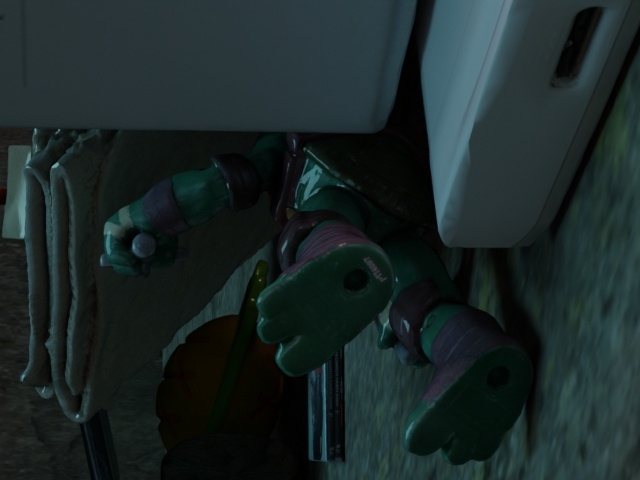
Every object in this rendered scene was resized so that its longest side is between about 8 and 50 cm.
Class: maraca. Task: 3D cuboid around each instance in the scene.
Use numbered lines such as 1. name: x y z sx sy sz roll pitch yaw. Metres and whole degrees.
1. maraca: -0.074 0.106 1.436 0.127 0.099 0.186 -100 28 -73

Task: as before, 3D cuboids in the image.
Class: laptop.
1. laptop: -0.092 -0.008 1.378 0.382 0.236 0.408 -149 48 -81

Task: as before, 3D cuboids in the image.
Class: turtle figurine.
1. turtle figurine: 0.000 0.000 0.754 0.234 0.175 0.118 -128 56 -64

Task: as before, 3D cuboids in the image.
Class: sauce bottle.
1. sauce bottle: -0.075 0.317 1.364 0.111 0.111 0.344 -110 24 -68

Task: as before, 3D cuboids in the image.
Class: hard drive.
1. hard drive: 0.063 -0.208 0.641 0.233 0.047 0.353 103 165 -57

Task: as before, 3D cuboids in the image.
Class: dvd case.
1. dvd case: 0.002 0.085 1.176 0.087 0.013 0.120 147 124 -80

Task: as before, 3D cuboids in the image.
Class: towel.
1. towel: -0.048 -0.053 0.881 0.282 0.049 0.187 -44 -25 -39

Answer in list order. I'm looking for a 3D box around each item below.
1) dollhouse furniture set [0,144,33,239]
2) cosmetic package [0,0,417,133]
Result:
1. dollhouse furniture set: -0.188 -0.066 1.803 0.259 0.262 0.135 4 92 48
2. cosmetic package: -0.161 -0.264 0.655 0.327 0.393 0.329 98 169 -47
